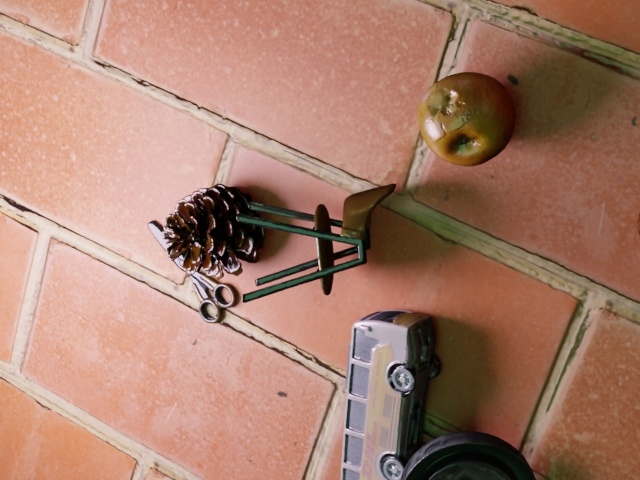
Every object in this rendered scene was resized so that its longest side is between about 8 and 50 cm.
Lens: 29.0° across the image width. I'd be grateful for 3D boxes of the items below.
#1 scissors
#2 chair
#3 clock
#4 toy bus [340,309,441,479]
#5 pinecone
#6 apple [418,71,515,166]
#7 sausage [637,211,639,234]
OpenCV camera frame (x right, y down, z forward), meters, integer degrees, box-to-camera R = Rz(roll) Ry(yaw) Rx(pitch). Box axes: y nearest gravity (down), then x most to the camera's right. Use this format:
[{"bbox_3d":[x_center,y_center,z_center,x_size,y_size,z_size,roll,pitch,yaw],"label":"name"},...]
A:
[{"bbox_3d":[-0.237,0.048,2.207,0.220,0.017,0.088,50,119,10],"label":"scissors"},{"bbox_3d":[0.000,0.000,1.965,0.246,0.159,0.173,-2,98,5],"label":"chair"},{"bbox_3d":[0.234,0.406,1.969,0.225,0.049,0.226,0,113,0],"label":"clock"},{"bbox_3d":[0.111,0.281,2.034,0.138,0.097,0.343,13,109,32],"label":"toy bus"},{"bbox_3d":[-0.191,-0.011,2.083,0.162,0.165,0.163,10,105,39],"label":"pinecone"},{"bbox_3d":[0.220,-0.177,1.843,0.146,0.146,0.147,6,104,26],"label":"apple"},{"bbox_3d":[0.506,-0.078,1.754,0.076,0.076,0.198,22,112,22],"label":"sausage"}]
